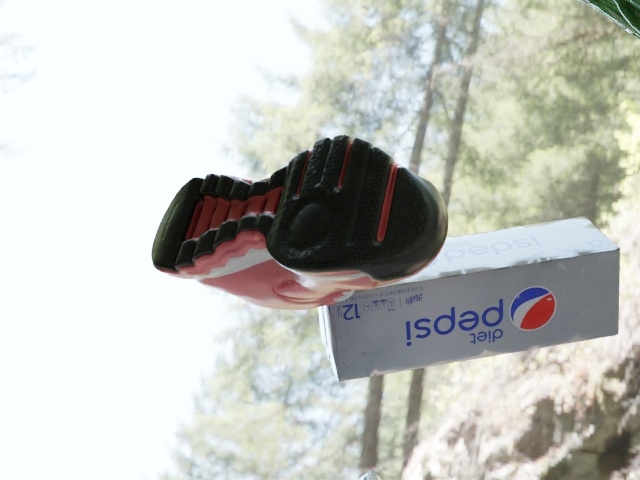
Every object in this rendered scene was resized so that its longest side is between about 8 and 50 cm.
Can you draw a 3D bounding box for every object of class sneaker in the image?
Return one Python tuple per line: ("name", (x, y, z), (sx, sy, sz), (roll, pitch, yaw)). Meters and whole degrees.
("sneaker", (0.000, -0.001, 0.891), (0.313, 0.116, 0.136), (-2, -27, 47))

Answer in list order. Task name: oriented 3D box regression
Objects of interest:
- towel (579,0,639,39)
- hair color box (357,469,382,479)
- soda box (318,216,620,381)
("towel", (0.268, -0.128, 0.420), (0.248, 0.325, 0.038), (-45, -43, 5))
("hair color box", (0.107, 0.308, 0.548), (0.374, 0.113, 0.185), (47, 5, 5))
("soda box", (0.142, 0.055, 1.051), (0.286, 0.091, 0.098), (-9, -66, -8))
